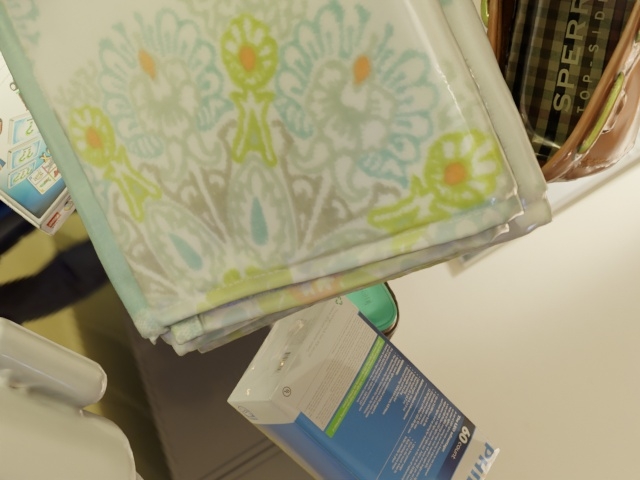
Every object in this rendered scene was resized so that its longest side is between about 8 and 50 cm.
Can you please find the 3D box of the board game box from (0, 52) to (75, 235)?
[{"bbox_3d":[-0.267,-0.182,1.123,0.193,0.305,0.053,37,-7,8],"label":"board game box"}]

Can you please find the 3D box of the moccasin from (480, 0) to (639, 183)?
[{"bbox_3d":[0.165,-0.222,0.667,0.139,0.379,0.147,20,20,23],"label":"moccasin"}]

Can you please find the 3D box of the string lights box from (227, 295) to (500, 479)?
[{"bbox_3d":[0.049,0.181,1.023,0.259,0.077,0.133,46,58,-22],"label":"string lights box"}]

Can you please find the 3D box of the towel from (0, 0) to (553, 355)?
[{"bbox_3d":[-0.060,-0.127,0.665,0.090,0.321,0.374,-31,98,-52],"label":"towel"}]

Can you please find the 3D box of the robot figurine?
[{"bbox_3d":[-0.303,0.217,0.907,0.353,0.299,0.200,30,-7,-34],"label":"robot figurine"}]

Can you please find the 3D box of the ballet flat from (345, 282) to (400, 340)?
[{"bbox_3d":[0.000,0.000,1.175,0.096,0.095,0.280,113,-41,-65],"label":"ballet flat"}]
